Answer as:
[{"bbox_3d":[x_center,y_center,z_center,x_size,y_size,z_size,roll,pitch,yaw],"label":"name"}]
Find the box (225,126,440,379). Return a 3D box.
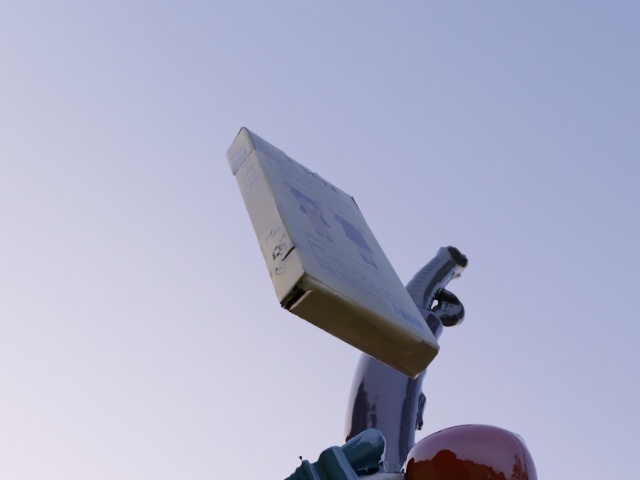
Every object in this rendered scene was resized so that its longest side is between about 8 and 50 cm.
[{"bbox_3d":[0.000,0.000,0.456,0.073,0.149,0.020,31,-72,-27],"label":"box"}]

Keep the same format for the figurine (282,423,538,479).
[{"bbox_3d":[0.049,0.133,0.530,0.075,0.140,0.068,-117,-161,-44],"label":"figurine"}]

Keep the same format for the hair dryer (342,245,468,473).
[{"bbox_3d":[0.092,0.150,0.705,0.301,0.361,0.121,13,-37,-6],"label":"hair dryer"}]
